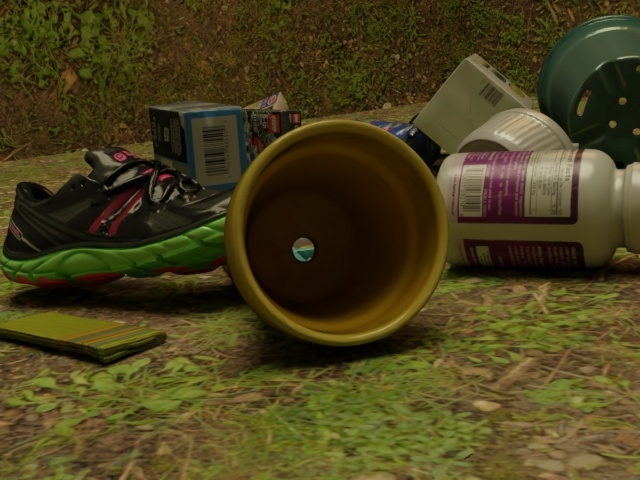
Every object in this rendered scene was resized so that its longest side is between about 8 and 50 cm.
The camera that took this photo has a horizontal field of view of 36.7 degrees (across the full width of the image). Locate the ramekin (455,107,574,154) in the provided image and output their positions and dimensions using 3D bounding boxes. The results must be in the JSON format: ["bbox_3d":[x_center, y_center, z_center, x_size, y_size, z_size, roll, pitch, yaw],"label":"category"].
[{"bbox_3d":[0.315,-0.107,1.606,0.109,0.207,0.207,-26,23,-36],"label":"ramekin"}]

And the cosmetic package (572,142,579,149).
[{"bbox_3d":[0.434,-0.124,1.862,0.060,0.099,0.239,3,15,34],"label":"cosmetic package"}]

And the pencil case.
[{"bbox_3d":[0.167,-0.246,2.481,0.133,0.119,0.306,-30,24,-31],"label":"pencil case"}]

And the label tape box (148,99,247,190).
[{"bbox_3d":[-0.236,-0.123,1.755,0.115,0.249,0.347,-10,13,-24],"label":"label tape box"}]

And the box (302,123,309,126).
[{"bbox_3d":[-0.058,-0.221,2.431,0.232,0.127,0.148,-10,14,-25],"label":"box"}]

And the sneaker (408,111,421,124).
[{"bbox_3d":[0.339,-0.286,2.611,0.295,0.178,0.124,-41,20,55],"label":"sneaker"}]

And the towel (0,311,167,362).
[{"bbox_3d":[-0.309,0.120,1.226,0.237,0.021,0.102,4,10,40],"label":"towel"}]

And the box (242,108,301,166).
[{"bbox_3d":[-0.093,-0.114,1.697,0.044,0.233,0.159,-9,12,-36],"label":"box"}]

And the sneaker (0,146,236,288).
[{"bbox_3d":[-0.263,-0.047,1.401,0.482,0.202,0.185,-7,-8,17],"label":"sneaker"}]

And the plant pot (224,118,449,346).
[{"bbox_3d":[0.000,0.000,1.179,0.253,0.254,0.239,-8,-3,-13],"label":"plant pot"}]

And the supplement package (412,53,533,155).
[{"bbox_3d":[0.374,-0.310,2.326,0.199,0.198,0.262,40,19,2],"label":"supplement package"}]

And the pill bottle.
[{"bbox_3d":[0.326,-0.045,1.371,0.301,0.169,0.169,1,13,22],"label":"pill bottle"}]

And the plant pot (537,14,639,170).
[{"bbox_3d":[0.660,-0.305,2.119,0.341,0.341,0.334,-3,19,10],"label":"plant pot"}]

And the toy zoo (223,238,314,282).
[{"bbox_3d":[-0.049,0.031,1.495,0.192,0.030,0.293,-8,13,-13],"label":"toy zoo"}]

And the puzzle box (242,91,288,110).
[{"bbox_3d":[-0.223,-0.218,2.266,0.272,0.052,0.409,-21,22,13],"label":"puzzle box"}]
